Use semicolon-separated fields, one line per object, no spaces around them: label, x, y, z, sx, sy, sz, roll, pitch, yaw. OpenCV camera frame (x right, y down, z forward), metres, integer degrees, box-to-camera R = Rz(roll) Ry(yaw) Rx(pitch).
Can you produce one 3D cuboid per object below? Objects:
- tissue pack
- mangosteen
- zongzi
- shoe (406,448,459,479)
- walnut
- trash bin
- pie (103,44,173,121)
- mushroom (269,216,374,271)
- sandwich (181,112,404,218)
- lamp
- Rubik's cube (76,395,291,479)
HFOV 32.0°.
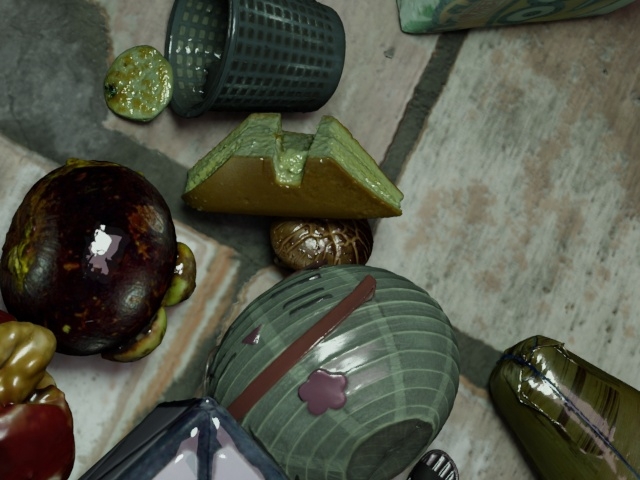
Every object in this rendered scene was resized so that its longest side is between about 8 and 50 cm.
tissue pack;0.264;-0.339;1.310;0.310;0.228;0.128;-9;83;-21
mangosteen;-0.205;0.026;1.104;0.217;0.192;0.192;21;71;-39
zongzi;0.273;0.281;1.248;0.260;0.123;0.289;29;75;-7
shoe;0.107;0.302;1.218;0.062;0.053;0.159;40;72;-4
walnut;-0.359;0.157;0.975;0.269;0.244;0.222;-17;74;-20
trash bin;-0.063;-0.208;1.208;0.161;0.175;0.176;5;77;-28
pie;-0.196;-0.172;1.211;0.085;0.017;0.085;-1;82;9
mushroom;0.000;-0.007;1.219;0.109;0.085;0.126;3;34;17
sandwich;-0.032;-0.076;1.166;0.244;0.088;0.090;5;32;9
lamp;0.008;0.138;1.128;0.265;0.233;0.233;-41;94;-3
Rubik's cube;-0.122;0.335;0.900;0.310;0.305;0.307;-40;92;-16
